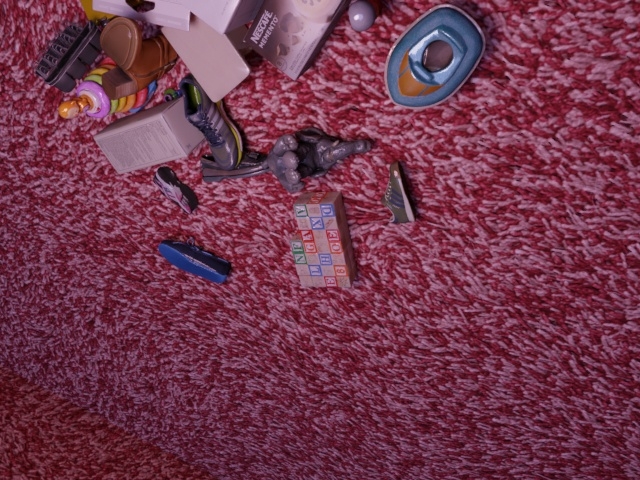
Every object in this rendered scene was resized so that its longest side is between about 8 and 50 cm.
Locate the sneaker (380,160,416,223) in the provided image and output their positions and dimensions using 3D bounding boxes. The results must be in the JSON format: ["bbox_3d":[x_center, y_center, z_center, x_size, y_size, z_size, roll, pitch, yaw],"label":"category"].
[{"bbox_3d":[0.207,-0.127,1.540,0.086,0.064,0.192,-11,120,21],"label":"sneaker"}]

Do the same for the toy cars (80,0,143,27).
[{"bbox_3d":[-0.508,-0.730,1.428,0.176,0.087,0.394,34,123,3],"label":"toy cars"}]

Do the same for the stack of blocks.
[{"bbox_3d":[0.000,0.000,1.690,0.171,0.087,0.297,0,121,22],"label":"stack of blocks"}]

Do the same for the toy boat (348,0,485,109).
[{"bbox_3d":[0.205,-0.455,1.280,0.318,0.148,0.267,37,127,-4],"label":"toy boat"}]

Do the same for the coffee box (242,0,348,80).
[{"bbox_3d":[-0.039,-0.567,1.322,0.168,0.119,0.297,37,127,-5],"label":"coffee box"}]

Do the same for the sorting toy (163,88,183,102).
[{"bbox_3d":[-0.430,-0.416,1.620,0.102,0.042,0.061,25,127,5],"label":"sorting toy"}]

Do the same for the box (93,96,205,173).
[{"bbox_3d":[-0.515,-0.312,1.643,0.311,0.121,0.148,-6,125,32],"label":"box"}]

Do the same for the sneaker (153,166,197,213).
[{"bbox_3d":[-0.482,-0.160,1.800,0.077,0.072,0.178,-30,99,46],"label":"sneaker"}]

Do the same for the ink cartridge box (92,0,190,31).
[{"bbox_3d":[-0.424,-0.675,1.328,0.296,0.066,0.261,18,120,14],"label":"ink cartridge box"}]

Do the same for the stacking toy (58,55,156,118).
[{"bbox_3d":[-0.620,-0.412,1.534,0.166,0.302,0.175,44,128,-9],"label":"stacking toy"}]

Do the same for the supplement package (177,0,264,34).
[{"bbox_3d":[-0.204,-0.605,1.285,0.134,0.244,0.139,36,126,-5],"label":"supplement package"}]

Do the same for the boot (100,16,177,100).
[{"bbox_3d":[-0.456,-0.501,1.434,0.109,0.220,0.283,43,144,5],"label":"boot"}]

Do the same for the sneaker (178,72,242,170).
[{"bbox_3d":[-0.323,-0.335,1.551,0.111,0.121,0.300,-18,101,29],"label":"sneaker"}]

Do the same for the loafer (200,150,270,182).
[{"bbox_3d":[-0.255,-0.233,1.641,0.267,0.096,0.084,-6,113,27],"label":"loafer"}]

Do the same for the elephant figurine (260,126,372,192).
[{"bbox_3d":[-0.014,-0.238,1.518,0.186,0.239,0.169,54,152,21],"label":"elephant figurine"}]

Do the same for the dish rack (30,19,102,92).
[{"bbox_3d":[-0.724,-0.530,1.532,0.271,0.208,0.074,31,173,37],"label":"dish rack"}]

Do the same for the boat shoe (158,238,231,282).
[{"bbox_3d":[-0.438,0.064,1.909,0.258,0.089,0.109,30,140,-5],"label":"boat shoe"}]

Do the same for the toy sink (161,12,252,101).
[{"bbox_3d":[-0.272,-0.514,1.442,0.153,0.131,0.234,-30,102,33],"label":"toy sink"}]
